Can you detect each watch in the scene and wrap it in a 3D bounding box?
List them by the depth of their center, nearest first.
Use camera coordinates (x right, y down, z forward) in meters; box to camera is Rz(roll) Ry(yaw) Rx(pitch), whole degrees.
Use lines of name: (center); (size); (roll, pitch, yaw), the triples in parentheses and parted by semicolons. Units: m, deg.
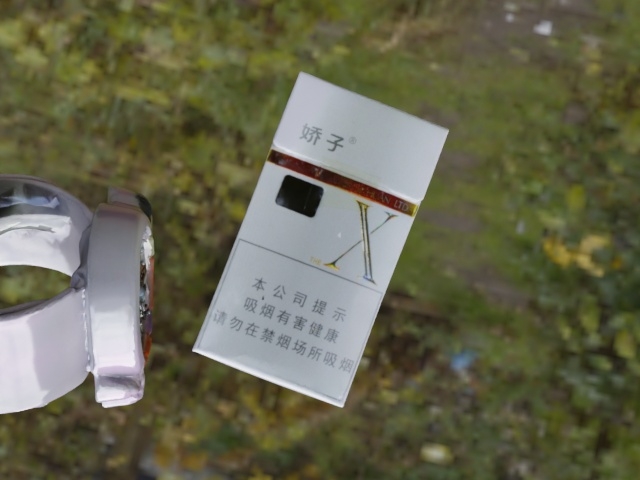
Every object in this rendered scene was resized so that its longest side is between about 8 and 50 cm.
watch: (-0.257, 0.044, 1.459); (0.231, 0.244, 0.196); (-2, 128, -2)

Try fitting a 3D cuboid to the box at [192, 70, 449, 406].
box: (0.000, 0.000, 0.877); (0.084, 0.154, 0.040); (21, 176, 0)
